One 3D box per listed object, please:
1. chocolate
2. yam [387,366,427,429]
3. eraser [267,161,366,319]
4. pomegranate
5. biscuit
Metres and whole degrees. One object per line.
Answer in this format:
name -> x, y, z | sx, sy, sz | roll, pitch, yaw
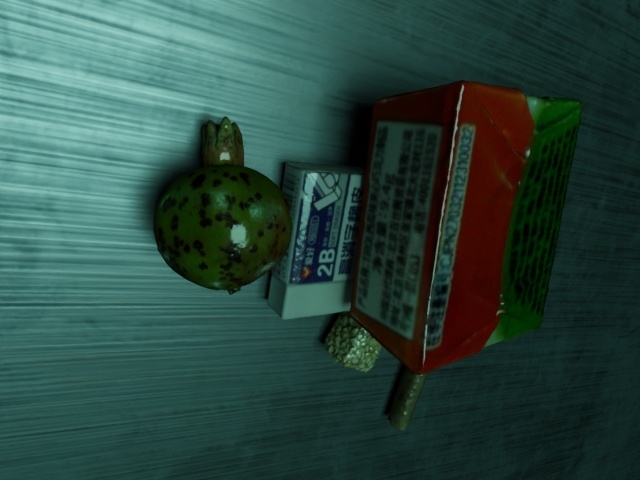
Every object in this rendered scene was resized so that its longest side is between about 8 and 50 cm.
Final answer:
chocolate -> 0.211, -0.034, 0.752 | 0.341, 0.161, 0.361 | -6, 106, -43
yam -> 0.181, 0.218, 0.952 | 0.046, 0.046, 0.264 | 10, 103, -34
eraser -> 0.000, 0.000, 0.741 | 0.124, 0.068, 0.210 | -3, 110, -35
pomegranate -> -0.112, -0.039, 0.614 | 0.159, 0.159, 0.205 | 2, 79, -32
biscuit -> 0.075, 0.124, 0.835 | 0.082, 0.070, 0.169 | 26, 93, -46
